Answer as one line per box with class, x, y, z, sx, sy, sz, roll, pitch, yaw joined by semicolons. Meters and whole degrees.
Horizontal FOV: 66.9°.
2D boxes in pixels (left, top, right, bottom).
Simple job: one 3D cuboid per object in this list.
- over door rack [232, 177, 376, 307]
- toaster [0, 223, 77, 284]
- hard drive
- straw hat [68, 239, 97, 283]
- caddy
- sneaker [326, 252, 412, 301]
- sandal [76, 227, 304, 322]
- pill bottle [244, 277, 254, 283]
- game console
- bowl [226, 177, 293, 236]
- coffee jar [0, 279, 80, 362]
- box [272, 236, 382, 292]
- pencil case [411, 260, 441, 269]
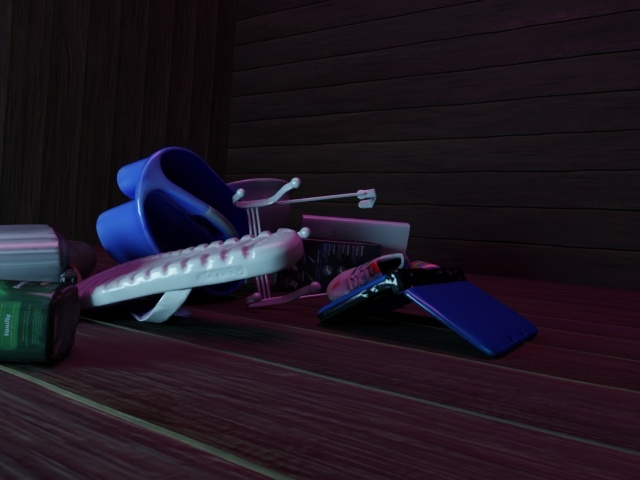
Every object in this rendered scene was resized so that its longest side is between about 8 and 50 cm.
over door rack;0.000;0.000;0.973;0.325;0.239;0.108;-3;-21;-20
toaster;-0.437;0.046;0.671;0.147;0.129;0.227;-1;11;-37
hard drive;0.093;0.038;1.450;0.319;0.210;0.040;4;18;-9
straw hat;-0.448;0.071;0.833;0.145;0.144;0.061;4;39;-53
caddy;-0.261;-0.027;0.966;0.179;0.241;0.341;-9;-34;25
sneaker;0.081;0.059;0.849;0.161;0.057;0.075;-21;-22;5
sandal;-0.218;0.075;0.731;0.417;0.102;0.169;-12;12;22
pill bottle;-0.277;0.064;1.350;0.184;0.103;0.103;5;0;11
game console;0.187;0.140;0.827;0.250;0.173;0.293;-32;-20;30
bowl;-0.199;-0.042;1.235;0.298;0.134;0.298;-15;-11;-3
coffee jar;-0.347;0.076;0.477;0.185;0.078;0.096;4;0;-13
box;0.013;0.065;1.325;0.271;0.143;0.165;4;2;-9
pencil case;0.297;0.109;1.373;0.105;0.104;0.236;4;1;4
